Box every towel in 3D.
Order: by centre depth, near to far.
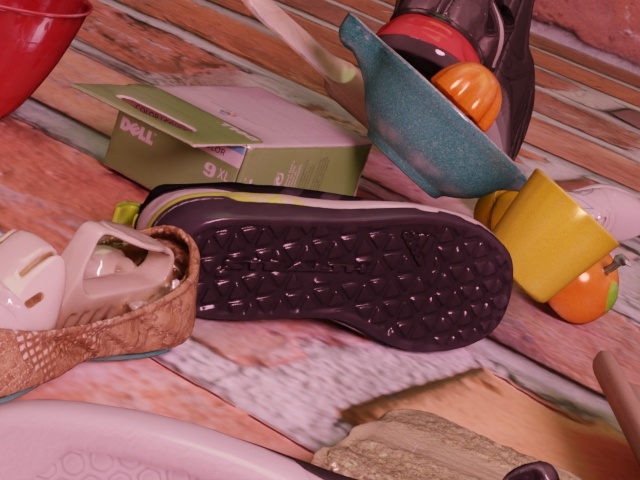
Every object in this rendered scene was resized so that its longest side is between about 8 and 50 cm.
[{"bbox_3d":[0.076,0.115,0.630,0.148,0.027,0.110,24,17,17],"label":"towel"}]

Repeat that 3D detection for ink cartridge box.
[{"bbox_3d":[-0.068,-0.058,0.973,0.109,0.062,0.209,29,18,27],"label":"ink cartridge box"}]

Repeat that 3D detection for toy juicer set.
[{"bbox_3d":[0.099,-0.072,1.012,0.329,0.089,0.209,46,7,30],"label":"toy juicer set"}]

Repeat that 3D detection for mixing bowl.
[{"bbox_3d":[-0.251,-0.134,0.955,0.181,0.098,0.181,18,15,-5],"label":"mixing bowl"}]

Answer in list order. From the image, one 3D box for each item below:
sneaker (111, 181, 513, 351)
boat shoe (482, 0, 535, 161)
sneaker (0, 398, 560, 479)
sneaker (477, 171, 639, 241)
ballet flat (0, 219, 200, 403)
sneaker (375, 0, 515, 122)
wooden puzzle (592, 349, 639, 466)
[{"bbox_3d":[0.000,0.000,0.823,0.235,0.084,0.097,11,16,-26],"label":"sneaker"},{"bbox_3d":[0.132,-0.183,1.315,0.103,0.118,0.320,15,-26,19],"label":"boat shoe"},{"bbox_3d":[0.026,0.114,0.455,0.296,0.104,0.147,24,14,-5],"label":"sneaker"},{"bbox_3d":[0.203,-0.017,1.187,0.152,0.053,0.061,7,28,-18],"label":"sneaker"},{"bbox_3d":[-0.121,0.024,0.634,0.073,0.067,0.206,26,18,21],"label":"ballet flat"},{"bbox_3d":[0.101,-0.144,1.185,0.097,0.135,0.276,23,-14,9],"label":"sneaker"},{"bbox_3d":[0.254,0.135,0.692,0.239,0.044,0.221,24,15,-7],"label":"wooden puzzle"}]
